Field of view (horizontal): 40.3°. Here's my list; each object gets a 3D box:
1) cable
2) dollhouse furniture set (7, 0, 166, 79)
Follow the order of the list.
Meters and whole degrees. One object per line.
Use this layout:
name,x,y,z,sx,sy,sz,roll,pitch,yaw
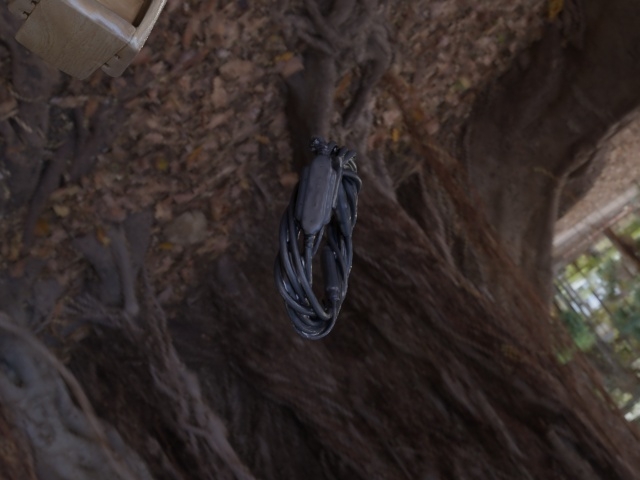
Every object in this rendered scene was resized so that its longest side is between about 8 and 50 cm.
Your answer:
cable,0.000,0.000,0.810,0.047,0.185,0.150,5,172,13
dollhouse furniture set,-0.199,-0.303,0.576,0.198,0.286,0.303,-4,-122,62
